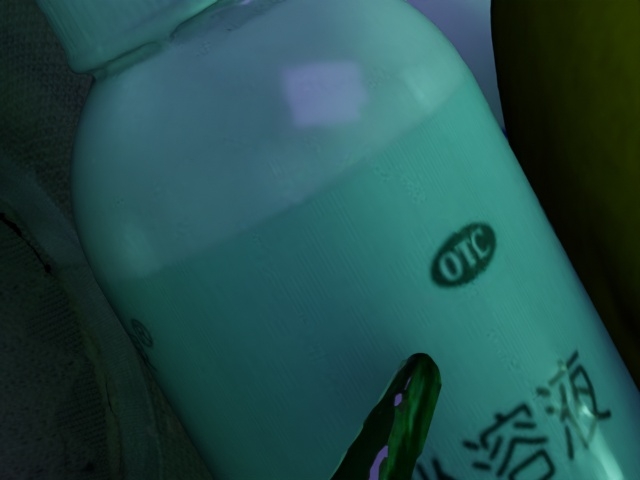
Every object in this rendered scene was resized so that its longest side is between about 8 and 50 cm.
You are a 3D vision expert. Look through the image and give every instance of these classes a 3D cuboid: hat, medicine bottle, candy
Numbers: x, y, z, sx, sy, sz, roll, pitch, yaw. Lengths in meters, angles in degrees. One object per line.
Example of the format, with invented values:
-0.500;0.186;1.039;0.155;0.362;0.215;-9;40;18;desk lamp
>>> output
-0.097;0.038;0.490;0.252;0.110;0.252;54;21;-32;hat
0.000;0.000;0.453;0.110;0.110;0.352;-41;107;-43;medicine bottle
-0.059;0.155;0.347;0.097;0.097;0.323;32;72;8;candy

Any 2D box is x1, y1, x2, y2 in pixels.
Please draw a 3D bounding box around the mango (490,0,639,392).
0.199;-0.009;0.590;0.301;0.220;0.445;18;54;-42;mango
